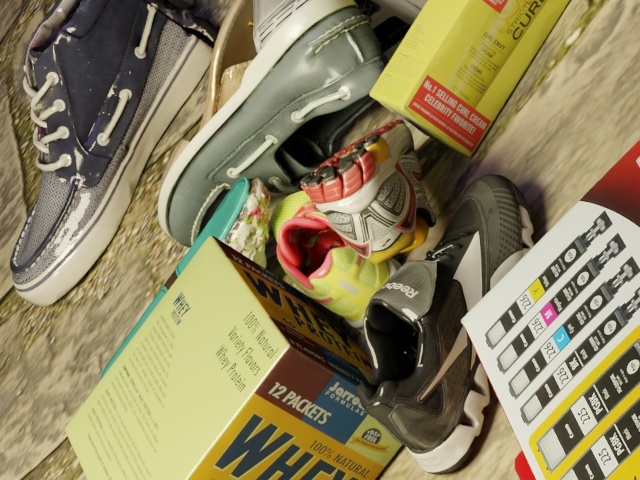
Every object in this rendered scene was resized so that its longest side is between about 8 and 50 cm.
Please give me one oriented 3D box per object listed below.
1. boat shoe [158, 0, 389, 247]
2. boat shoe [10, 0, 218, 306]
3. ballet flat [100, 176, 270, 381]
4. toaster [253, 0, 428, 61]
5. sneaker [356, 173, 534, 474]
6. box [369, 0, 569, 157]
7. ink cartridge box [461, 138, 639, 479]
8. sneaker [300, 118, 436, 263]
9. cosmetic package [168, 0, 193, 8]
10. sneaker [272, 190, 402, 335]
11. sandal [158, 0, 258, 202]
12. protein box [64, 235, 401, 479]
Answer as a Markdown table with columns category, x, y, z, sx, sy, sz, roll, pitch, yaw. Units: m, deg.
| category | x | y | z | sx | sy | sz | roll | pitch | yaw |
| --- | --- | --- | --- | --- | --- | --- | --- | --- | --- |
| boat shoe | -0.040 | -0.077 | 1.691 | 0.116 | 0.099 | 0.319 | -28 | -18 | -46 |
| boat shoe | -0.255 | -0.113 | 1.979 | 0.127 | 0.158 | 0.341 | 17 | 76 | 58 |
| ballet flat | -0.099 | 0.054 | 1.691 | 0.241 | 0.077 | 0.091 | -54 | 20 | 15 |
| toaster | 0.022 | -0.229 | 1.732 | 0.227 | 0.129 | 0.146 | -30 | 43 | 38 |
| sneaker | 0.087 | 0.043 | 1.419 | 0.078 | 0.106 | 0.234 | -11 | 54 | 49 |
| box | 0.140 | -0.188 | 1.573 | 0.232 | 0.087 | 0.058 | -57 | 32 | -1 |
| ink cartridge box | 0.210 | 0.120 | 1.159 | 0.272 | 0.130 | 0.309 | -47 | 33 | 18 |
| sneaker | 0.042 | -0.031 | 1.524 | 0.088 | 0.093 | 0.225 | -31 | 5 | 14 |
| cosmetic package | -0.185 | -0.351 | 2.150 | 0.127 | 0.107 | 0.238 | -25 | 47 | 45 |
| sneaker | 0.000 | 0.000 | 1.589 | 0.081 | 0.094 | 0.208 | -56 | 30 | 5 |
| sandal | -0.066 | -0.123 | 1.833 | 0.079 | 0.088 | 0.240 | 22 | 87 | 27 |
| protein box | -0.066 | 0.143 | 1.512 | 0.201 | 0.136 | 0.200 | -53 | 31 | 8 |
